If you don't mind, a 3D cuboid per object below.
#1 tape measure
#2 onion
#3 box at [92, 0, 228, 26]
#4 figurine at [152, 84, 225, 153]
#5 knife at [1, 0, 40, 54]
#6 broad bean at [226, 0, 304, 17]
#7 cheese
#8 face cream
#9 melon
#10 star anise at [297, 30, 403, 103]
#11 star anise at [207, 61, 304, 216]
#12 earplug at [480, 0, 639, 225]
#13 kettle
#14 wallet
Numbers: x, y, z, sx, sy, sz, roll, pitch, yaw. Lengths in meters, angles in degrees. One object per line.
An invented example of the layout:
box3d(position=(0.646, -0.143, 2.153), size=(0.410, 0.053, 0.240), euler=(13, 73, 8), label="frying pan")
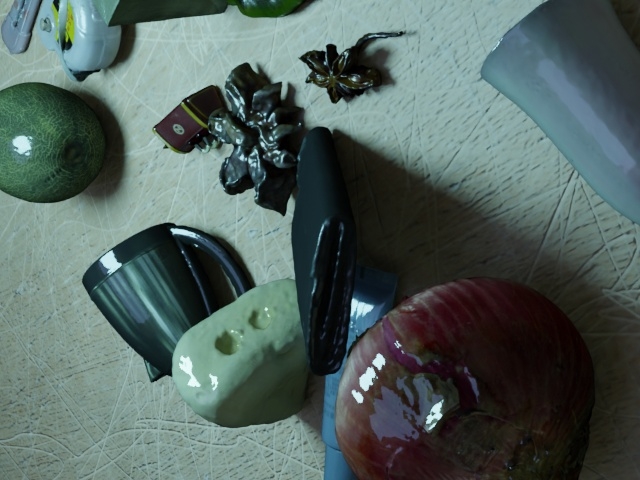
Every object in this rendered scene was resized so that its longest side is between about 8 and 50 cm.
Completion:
box3d(position=(-0.448, -0.411, 2.109), size=(0.197, 0.120, 0.236), euler=(64, 144, 22), label="tape measure")
box3d(position=(0.184, 0.222, 1.418), size=(0.354, 0.354, 0.353), euler=(18, 115, 45), label="onion")
box3d(position=(-0.254, -0.451, 1.789), size=(0.149, 0.231, 0.155), euler=(59, 138, 18), label="box")
box3d(position=(-0.222, -0.193, 1.965), size=(0.098, 0.082, 0.154), euler=(52, 139, -3), label="figurine")
box3d(position=(-0.592, -0.530, 2.303), size=(0.132, 0.038, 0.398), euler=(58, 138, 23), label="knife")
box3d(position=(-0.051, -0.422, 1.714), size=(0.292, 0.049, 0.144), euler=(-47, 60, 43), label="broad bean")
box3d(position=(-0.119, 0.184, 1.833), size=(0.173, 0.248, 0.251), euler=(47, 126, 28), label="cheese")
box3d(position=(0.053, 0.222, 1.766), size=(0.135, 0.086, 0.385), euler=(18, 109, 42), label="face cream")
box3d(position=(-0.557, -0.195, 2.211), size=(0.302, 0.237, 0.237), euler=(19, 115, 46), label="melon")
box3d(position=(0.050, -0.260, 1.634), size=(0.191, 0.070, 0.097), euler=(-13, 119, 48), label="star anise")
box3d(position=(-0.114, -0.164, 1.825), size=(0.220, 0.099, 0.214), euler=(43, 121, 32), label="star anise")
box3d(position=(0.339, -0.127, 1.276), size=(0.301, 0.172, 0.172), euler=(55, 136, 14), label="earplug")
box3d(position=(-0.259, 0.122, 2.036), size=(0.271, 0.251, 0.207), euler=(57, 167, 10), label="kettle")
box3d(position=(-0.001, 0.000, 1.593), size=(0.406, 0.062, 0.228), euler=(-103, 16, -68), label="wallet")
